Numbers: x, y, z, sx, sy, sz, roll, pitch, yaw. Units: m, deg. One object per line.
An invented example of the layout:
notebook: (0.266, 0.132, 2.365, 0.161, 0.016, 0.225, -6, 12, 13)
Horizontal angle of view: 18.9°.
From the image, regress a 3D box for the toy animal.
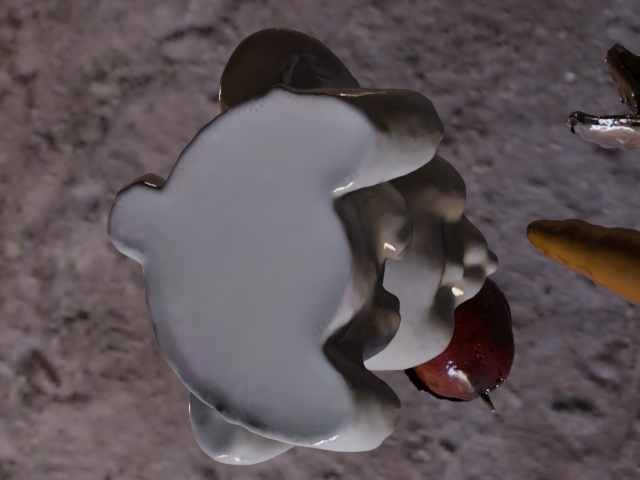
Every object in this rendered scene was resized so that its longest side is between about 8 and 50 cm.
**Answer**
toy animal: (0.000, 0.000, 1.246, 0.206, 0.265, 0.271, 7, 98, 18)

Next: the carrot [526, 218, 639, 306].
carrot: (0.228, 0.031, 0.905, 0.336, 0.069, 0.069, 16, 90, 39)

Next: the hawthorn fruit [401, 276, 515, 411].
hawthorn fruit: (0.158, 0.121, 2.203, 0.148, 0.148, 0.172, -34, 77, 34)

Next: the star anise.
star anise: (0.324, -0.096, 1.629, 0.172, 0.208, 0.063, -53, -2, -21)
